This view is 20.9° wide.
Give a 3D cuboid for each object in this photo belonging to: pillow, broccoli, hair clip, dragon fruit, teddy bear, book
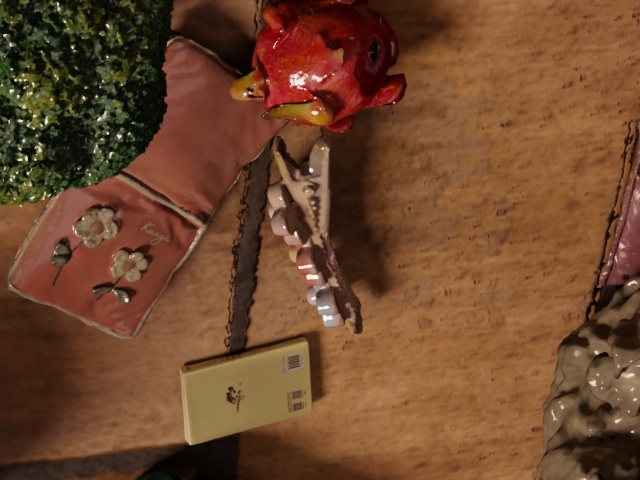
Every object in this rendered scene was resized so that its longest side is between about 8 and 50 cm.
[{"bbox_3d":[0.301,-0.038,1.478,0.118,0.043,0.185,-6,130,-18],"label":"pillow"},{"bbox_3d":[-0.194,-0.144,1.070,0.269,0.241,0.261,-61,148,-36],"label":"broccoli"},{"bbox_3d":[-0.007,0.001,1.351,0.056,0.062,0.214,-5,135,6],"label":"hair clip"},{"bbox_3d":[-0.129,-0.038,1.286,0.126,0.043,0.232,26,107,-38],"label":"pillow"},{"bbox_3d":[0.011,-0.130,1.256,0.126,0.068,0.112,10,100,-39],"label":"dragon fruit"},{"bbox_3d":[0.373,0.101,1.460,0.367,0.224,0.357,-41,149,29],"label":"teddy bear"},{"bbox_3d":[-0.062,0.124,1.445,0.111,0.014,0.077,-13,125,-16],"label":"book"}]

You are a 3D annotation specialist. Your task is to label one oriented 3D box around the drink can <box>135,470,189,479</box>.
[{"bbox_3d":[-0.082,0.275,1.473,0.205,0.118,0.118,26,109,-34],"label":"drink can"}]
